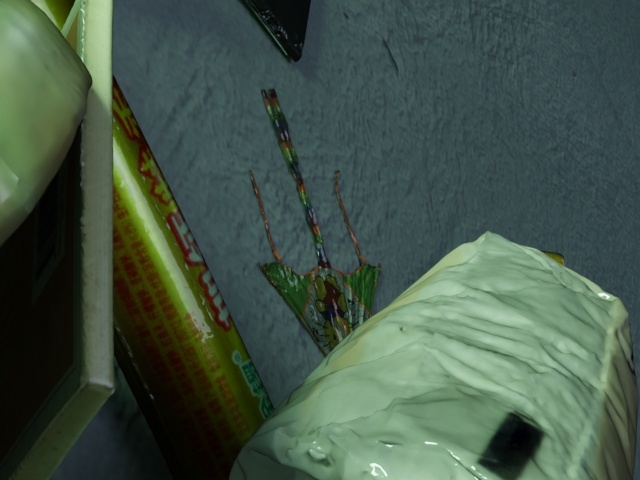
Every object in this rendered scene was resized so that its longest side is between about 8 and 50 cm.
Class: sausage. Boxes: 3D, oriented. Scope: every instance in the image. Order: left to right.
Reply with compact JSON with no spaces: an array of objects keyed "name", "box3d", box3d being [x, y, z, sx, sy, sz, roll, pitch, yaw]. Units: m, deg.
[{"name":"sausage","box3d":[-0.125,-0.035,0.764,0.372,0.082,0.082,66,27,-11]}]

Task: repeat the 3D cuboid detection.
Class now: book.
[{"name":"book","box3d":[-0.124,0.025,0.578,0.018,0.242,0.170,7,62,-22]}]

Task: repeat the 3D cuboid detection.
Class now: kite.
[{"name":"kite","box3d":[0.000,0.000,1.050,0.198,0.006,0.244,-5,79,-62]}]

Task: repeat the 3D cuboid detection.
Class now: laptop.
[{"name":"laptop","box3d":[-0.042,-0.245,1.114,0.129,0.016,0.180,50,33,-38]}]

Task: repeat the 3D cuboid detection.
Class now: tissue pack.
[{"name":"tissue pack","box3d":[0.050,0.209,0.762,0.390,0.195,0.376,-46,152,-62]}]

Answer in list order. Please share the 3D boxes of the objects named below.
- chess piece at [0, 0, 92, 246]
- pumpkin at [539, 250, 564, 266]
[{"name":"chess piece","box3d":[-0.285,-0.145,0.383,0.442,0.234,0.234,52,32,-25]},{"name":"pumpkin","box3d":[0.147,0.147,1.168,0.130,0.149,0.254,110,-22,-63]}]
